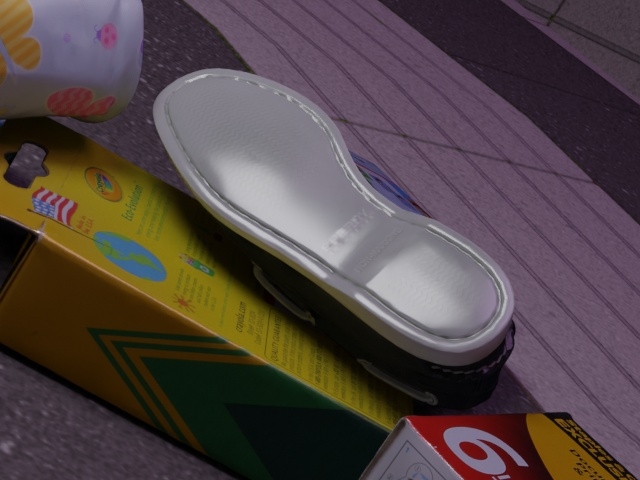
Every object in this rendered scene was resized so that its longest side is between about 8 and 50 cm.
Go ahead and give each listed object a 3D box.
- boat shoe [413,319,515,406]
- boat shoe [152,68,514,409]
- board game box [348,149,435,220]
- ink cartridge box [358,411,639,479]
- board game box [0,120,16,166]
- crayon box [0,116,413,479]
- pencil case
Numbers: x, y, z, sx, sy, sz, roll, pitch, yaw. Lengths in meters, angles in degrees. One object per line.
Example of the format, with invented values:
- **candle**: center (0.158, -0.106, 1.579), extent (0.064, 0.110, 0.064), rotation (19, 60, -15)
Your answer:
- **boat shoe**: center (0.102, 0.090, 1.352), extent (0.233, 0.084, 0.079), rotation (2, 73, -68)
- **boat shoe**: center (0.000, 0.000, 1.109), extent (0.114, 0.091, 0.302), rotation (-33, 58, -21)
- **board game box**: center (0.066, -0.017, 1.546), extent (0.211, 0.039, 0.160), rotation (44, 11, 32)
- **ink cartridge box**: center (0.185, 0.244, 0.984), extent (0.309, 0.130, 0.272), rotation (43, 20, 29)
- **board game box**: center (-0.341, -0.090, 1.095), extent (0.213, 0.046, 0.317), rotation (34, 19, 4)
- **crayon box**: center (-0.092, 0.043, 1.111), extent (0.318, 0.081, 0.202), rotation (30, 18, -9)
- **pencil case**: center (-0.239, -0.130, 1.057), extent (0.124, 0.114, 0.273), rotation (12, 11, 39)
